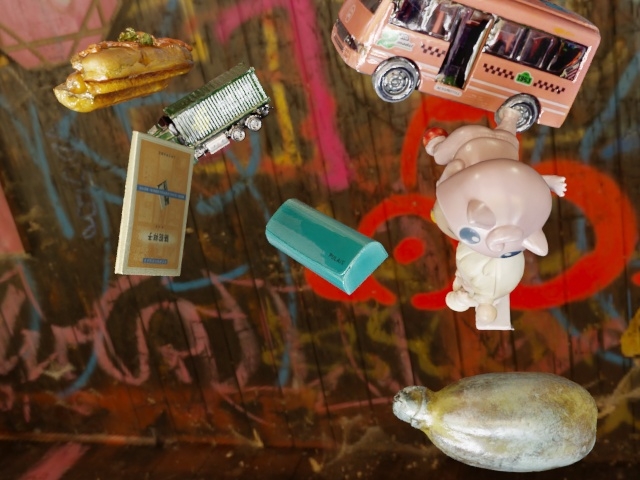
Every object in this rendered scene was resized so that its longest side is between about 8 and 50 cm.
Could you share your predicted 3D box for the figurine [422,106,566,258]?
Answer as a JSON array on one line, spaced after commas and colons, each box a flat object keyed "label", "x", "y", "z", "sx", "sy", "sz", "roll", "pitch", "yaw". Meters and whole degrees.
[{"label": "figurine", "x": 0.253, "y": -0.083, "z": 1.056, "sx": 0.176, "sy": 0.186, "sz": 0.287, "roll": 11, "pitch": -133, "yaw": -20}]

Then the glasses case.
[{"label": "glasses case", "x": -0.001, "y": 0.001, "z": 1.435, "sx": 0.117, "sy": 0.070, "sz": 0.301, "roll": -46, "pitch": -140, "yaw": -13}]

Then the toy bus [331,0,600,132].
[{"label": "toy bus", "x": 0.250, "y": -0.350, "z": 1.203, "sx": 0.427, "sy": 0.233, "sz": 0.203, "roll": 11, "pitch": -150, "yaw": -19}]

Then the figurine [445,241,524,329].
[{"label": "figurine", "x": 0.310, "y": 0.067, "z": 1.268, "sx": 0.144, "sy": 0.256, "sz": 0.182, "roll": 19, "pitch": -110, "yaw": 18}]

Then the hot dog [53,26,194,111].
[{"label": "hot dog", "x": -0.395, "y": -0.358, "z": 1.408, "sx": 0.158, "sy": 0.117, "sz": 0.349, "roll": -24, "pitch": -170, "yaw": 30}]

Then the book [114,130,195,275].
[{"label": "book", "x": -0.288, "y": -0.059, "z": 1.219, "sx": 0.018, "sy": 0.241, "sz": 0.170, "roll": 6, "pitch": 179, "yaw": 25}]

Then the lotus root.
[{"label": "lotus root", "x": 0.270, "y": 0.280, "z": 1.049, "sx": 0.322, "sy": 0.158, "sz": 0.140, "roll": 4, "pitch": -132, "yaw": -15}]

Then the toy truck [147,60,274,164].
[{"label": "toy truck", "x": -0.227, "y": -0.236, "z": 1.380, "sx": 0.259, "sy": 0.121, "sz": 0.088, "roll": -34, "pitch": -149, "yaw": -8}]
